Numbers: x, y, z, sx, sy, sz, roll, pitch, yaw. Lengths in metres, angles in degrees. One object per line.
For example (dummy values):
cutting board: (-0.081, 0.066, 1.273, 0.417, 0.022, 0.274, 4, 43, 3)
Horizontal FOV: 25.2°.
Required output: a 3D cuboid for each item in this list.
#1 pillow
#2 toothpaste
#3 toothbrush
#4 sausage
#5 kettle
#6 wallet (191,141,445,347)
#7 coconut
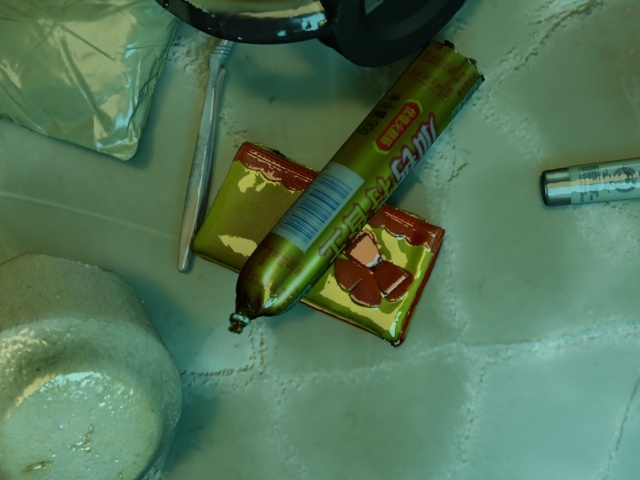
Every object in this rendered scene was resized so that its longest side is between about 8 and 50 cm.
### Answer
pillow: (-0.283, -0.252, 1.522, 0.274, 0.076, 0.280, 18, 87, 8)
toothpaste: (0.347, -0.067, 1.471, 0.239, 0.039, 0.062, -7, 90, 3)
toothbrush: (-0.114, -0.150, 1.524, 0.037, 0.028, 0.375, 8, 87, 11)
sausage: (0.027, -0.050, 1.428, 0.082, 0.082, 0.371, 37, 74, 7)
kettle: (-0.041, -0.327, 1.420, 0.321, 0.228, 0.324, -40, 63, -15)
wallet: (0.000, 0.000, 1.485, 0.241, 0.067, 0.141, 24, 87, 7)
coconut: (-0.270, 0.134, 1.416, 0.237, 0.266, 0.237, -8, 115, -17)
